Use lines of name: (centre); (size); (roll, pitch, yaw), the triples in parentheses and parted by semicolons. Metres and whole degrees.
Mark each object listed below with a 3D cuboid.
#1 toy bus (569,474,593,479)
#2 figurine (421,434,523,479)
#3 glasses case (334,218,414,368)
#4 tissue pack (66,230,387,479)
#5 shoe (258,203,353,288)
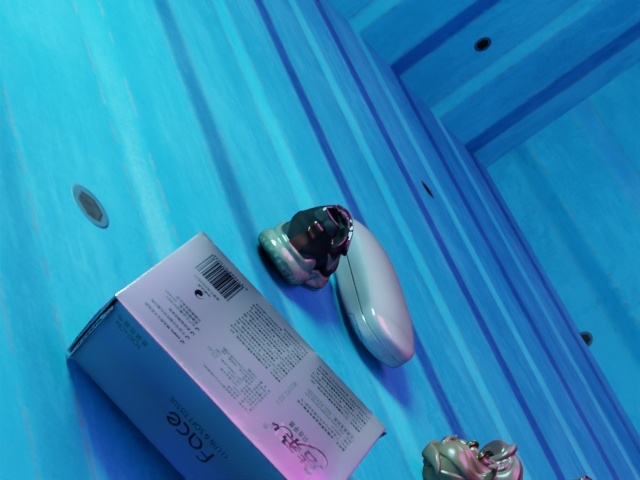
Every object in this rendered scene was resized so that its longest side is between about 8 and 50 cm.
toy bus: (0.275, 0.429, 1.413); (0.112, 0.138, 0.317); (42, 43, -30)
figurine: (0.208, 0.313, 1.680); (0.114, 0.126, 0.157); (9, -23, 42)
glasses case: (0.074, 0.073, 1.862); (0.113, 0.075, 0.297); (47, 17, -30)
tissue pack: (-0.080, 0.130, 1.084); (0.246, 0.092, 0.148); (47, 34, 2)
shoe: (0.000, 0.000, 1.720); (0.099, 0.112, 0.227); (56, 16, 9)
